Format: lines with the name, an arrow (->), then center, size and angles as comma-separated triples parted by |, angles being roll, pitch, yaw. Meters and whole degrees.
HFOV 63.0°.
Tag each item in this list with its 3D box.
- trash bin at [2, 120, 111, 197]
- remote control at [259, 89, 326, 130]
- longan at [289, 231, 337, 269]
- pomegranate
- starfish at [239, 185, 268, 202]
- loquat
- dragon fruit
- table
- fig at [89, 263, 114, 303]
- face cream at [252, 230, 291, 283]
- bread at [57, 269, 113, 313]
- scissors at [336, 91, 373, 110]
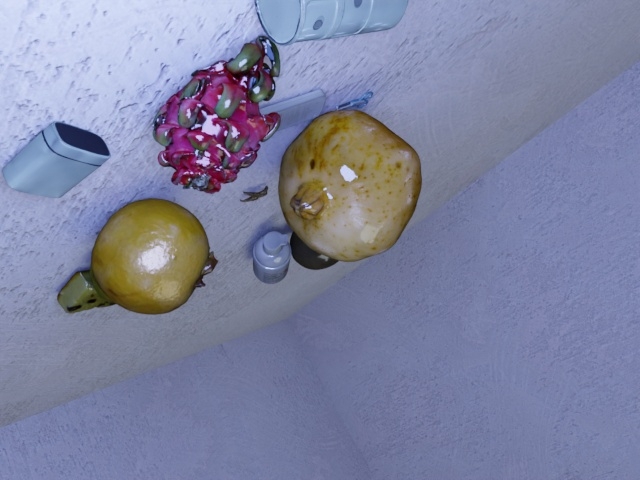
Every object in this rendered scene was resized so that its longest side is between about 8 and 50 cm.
trash bin -> -0.447, -0.134, 0.890 | 0.130, 0.059, 0.116 | -33, 165, 16
remote control -> -0.074, -0.288, 1.186 | 0.190, 0.029, 0.087 | -25, 166, -22
longan -> 0.000, 0.000, 2.010 | 0.248, 0.248, 0.248 | -29, 167, -7
pomegranate -> 0.054, -0.128, 1.305 | 0.410, 0.410, 0.410 | -29, 167, -7
starfish -> -0.191, -0.132, 1.512 | 0.091, 0.028, 0.078 | -26, 169, 1
loquat -> -0.376, 0.037, 1.203 | 0.274, 0.275, 0.275 | -29, 167, -7
dragon fruit -> -0.167, -0.212, 0.914 | 0.272, 0.198, 0.218 | -37, 157, 23
table -> 0.020, -0.386, 0.826 | 0.220, 0.126, 0.126 | -23, 165, -33
fig -> -0.529, 0.086, 1.364 | 0.136, 0.153, 0.120 | -3, -165, -34
face cream -> -0.180, 0.047, 1.944 | 0.145, 0.145, 0.370 | -27, 165, -15
bread -> -0.582, 0.136, 1.538 | 0.138, 0.077, 0.361 | -37, 165, 23
scissors -> 0.085, -0.350, 1.335 | 0.119, 0.014, 0.058 | -26, 165, -32
